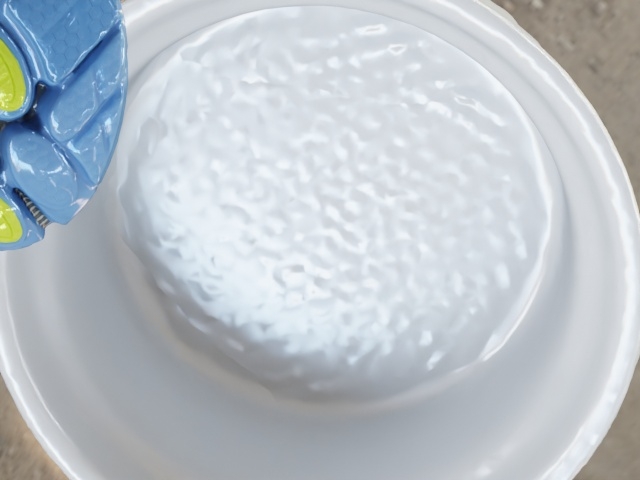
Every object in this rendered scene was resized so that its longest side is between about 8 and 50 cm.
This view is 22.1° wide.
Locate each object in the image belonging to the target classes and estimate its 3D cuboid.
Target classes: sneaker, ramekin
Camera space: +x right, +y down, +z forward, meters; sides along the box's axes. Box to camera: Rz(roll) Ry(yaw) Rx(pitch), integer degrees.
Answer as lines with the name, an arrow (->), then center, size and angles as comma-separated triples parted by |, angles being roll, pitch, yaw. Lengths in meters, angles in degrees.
sneaker -> -0.102, -0.088, 0.398 | 0.067, 0.078, 0.188 | -27, 97, -9
ramekin -> 0.000, 0.000, 0.734 | 0.277, 0.277, 0.135 | 31, 19, -5
